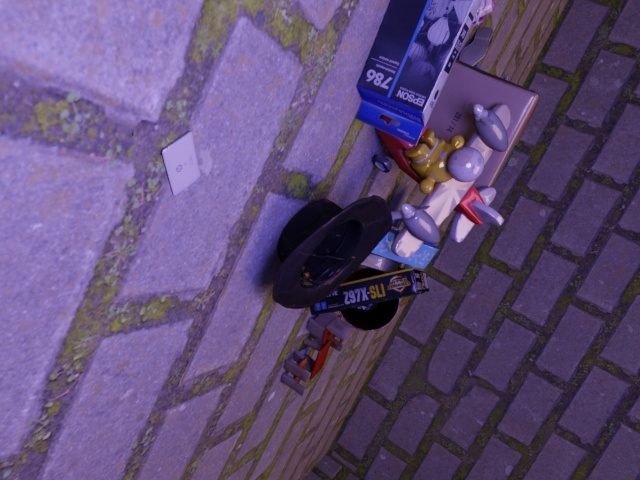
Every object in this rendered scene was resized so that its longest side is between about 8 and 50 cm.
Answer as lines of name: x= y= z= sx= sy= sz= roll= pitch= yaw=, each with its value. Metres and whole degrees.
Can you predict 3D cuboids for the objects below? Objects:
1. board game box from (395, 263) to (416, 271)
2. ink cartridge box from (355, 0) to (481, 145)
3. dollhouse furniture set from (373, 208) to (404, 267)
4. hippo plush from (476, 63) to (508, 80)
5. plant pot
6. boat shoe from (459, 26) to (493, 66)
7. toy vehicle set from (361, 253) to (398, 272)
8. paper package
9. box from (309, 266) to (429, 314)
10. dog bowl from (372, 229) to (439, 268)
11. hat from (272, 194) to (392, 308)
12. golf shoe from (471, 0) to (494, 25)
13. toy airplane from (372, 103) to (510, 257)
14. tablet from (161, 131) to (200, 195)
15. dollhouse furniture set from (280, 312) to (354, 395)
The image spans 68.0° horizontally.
board game box: x=0.347 y=0.012 z=1.718 sx=0.213 sy=0.046 sz=0.318 roll=-71 pitch=-176 yaw=-68
ink cartridge box: x=0.191 y=-0.382 z=0.982 sx=0.065 sy=0.165 sz=0.333 roll=-18 pitch=133 yaw=-62
dollhouse furniture set: x=0.268 y=0.014 z=1.707 sx=0.212 sy=0.160 sz=0.242 roll=-64 pitch=160 yaw=7
hippo plush: x=0.589 y=-0.477 z=1.713 sx=0.236 sy=0.234 sz=0.295 roll=-16 pitch=133 yaw=-64
plant pot: x=0.168 y=0.211 z=1.717 sx=0.216 sy=0.215 sz=0.230 roll=-59 pitch=174 yaw=-4
boat shoe: x=0.518 y=-0.624 z=1.578 sx=0.206 sy=0.075 sz=0.065 roll=-57 pitch=157 yaw=-23
toy vehicle set: x=0.131 y=0.059 z=1.427 sx=0.267 sy=0.165 sz=0.035 roll=22 pitch=83 yaw=-70
paper package: x=0.444 y=-0.345 z=1.431 sx=0.168 sy=0.309 sz=0.325 roll=-26 pitch=143 yaw=-57
box: x=0.151 y=0.156 z=1.439 sx=0.257 sy=0.321 sz=0.080 roll=10 pitch=67 yaw=-70
dog bowl: x=0.194 y=0.004 z=1.355 sx=0.074 sy=0.297 sz=0.166 roll=-68 pitch=-160 yaw=9
hat: x=0.000 y=0.000 z=1.073 sx=0.331 sy=0.134 sz=0.331 roll=-30 pitch=150 yaw=-19
golf shoe: x=0.326 y=-0.545 z=1.128 sx=0.306 sy=0.140 sz=0.115 roll=-58 pitch=162 yaw=-3
toy airplane: x=0.345 y=-0.162 z=1.237 sx=0.272 sy=0.383 sz=0.387 roll=177 pitch=-93 yaw=-77
tablet: x=-0.193 y=-0.106 z=0.662 sx=0.054 sy=0.006 sz=0.083 roll=-47 pitch=155 yaw=-33
dollhouse furniture set: x=0.011 y=0.366 z=1.601 sx=0.262 sy=0.135 sz=0.259 roll=-38 pitch=150 yaw=-47
